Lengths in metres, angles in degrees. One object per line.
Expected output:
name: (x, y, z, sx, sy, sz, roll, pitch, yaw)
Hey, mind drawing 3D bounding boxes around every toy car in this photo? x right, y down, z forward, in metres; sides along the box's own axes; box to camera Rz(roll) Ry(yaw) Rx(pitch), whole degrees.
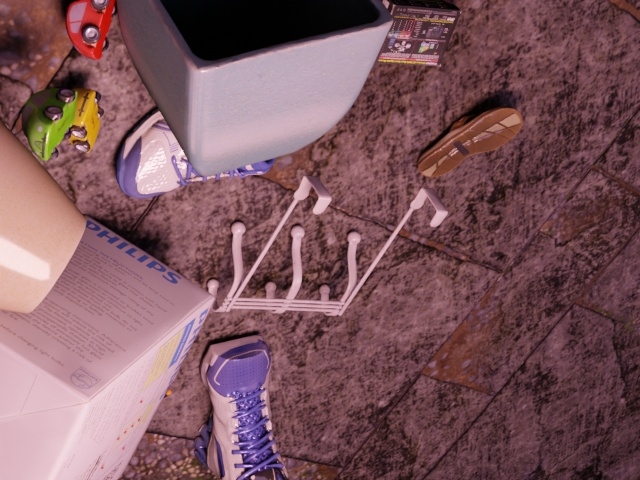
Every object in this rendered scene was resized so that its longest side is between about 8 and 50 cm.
toy car: (-0.302, -0.172, 1.383, 0.053, 0.225, 0.239, 16, 125, 1)

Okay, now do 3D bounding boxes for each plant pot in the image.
plant pot: (-0.097, -0.222, 1.409, 0.247, 0.248, 0.252, -18, 148, -23)
plant pot: (-0.405, -0.043, 1.289, 0.274, 0.256, 0.256, 33, 107, -17)

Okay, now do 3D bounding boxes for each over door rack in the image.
over door rack: (0.000, 0.000, 1.771, 0.239, 0.108, 0.324, 4, 145, -36)

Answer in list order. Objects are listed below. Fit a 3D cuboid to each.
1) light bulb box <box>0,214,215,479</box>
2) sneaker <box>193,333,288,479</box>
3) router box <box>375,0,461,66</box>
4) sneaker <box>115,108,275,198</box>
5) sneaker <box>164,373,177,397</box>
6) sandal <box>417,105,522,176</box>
light bulb box: (-0.362, 0.206, 1.519, 0.358, 0.225, 0.361, -60, 173, 23)
sneaker: (-0.114, 0.317, 1.943, 0.127, 0.182, 0.315, -13, 133, -27)
router box: (0.129, -0.296, 1.666, 0.122, 0.038, 0.092, -2, 127, -33)
sneaker: (-0.131, -0.132, 1.567, 0.296, 0.131, 0.112, -31, 140, -5)
sneaker: (-0.250, 0.172, 1.802, 0.083, 0.084, 0.215, -6, 139, -34)
sandal: (0.229, -0.163, 1.853, 0.180, 0.049, 0.072, -30, 134, 14)
